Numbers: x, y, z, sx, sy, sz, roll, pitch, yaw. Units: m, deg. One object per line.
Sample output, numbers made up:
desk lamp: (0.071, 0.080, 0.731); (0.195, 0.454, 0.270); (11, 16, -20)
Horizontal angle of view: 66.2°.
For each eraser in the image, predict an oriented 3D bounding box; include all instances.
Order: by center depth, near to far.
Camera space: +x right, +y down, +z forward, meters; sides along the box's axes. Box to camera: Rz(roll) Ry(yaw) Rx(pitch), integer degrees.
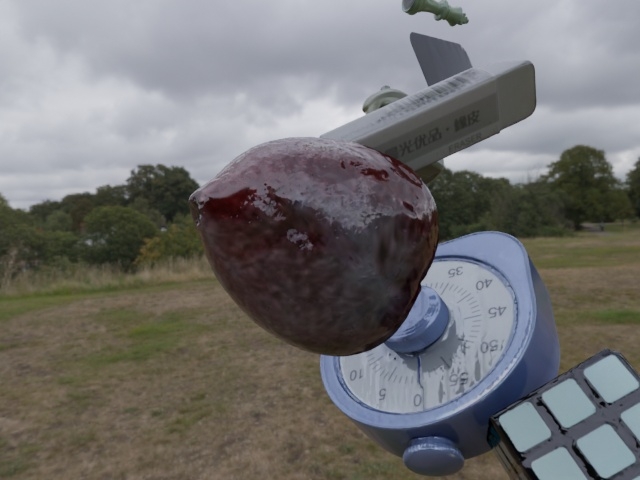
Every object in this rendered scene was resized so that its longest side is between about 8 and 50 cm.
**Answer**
eraser: (0.122, -0.144, 0.663); (0.352, 0.089, 0.061); (-26, 39, -4)

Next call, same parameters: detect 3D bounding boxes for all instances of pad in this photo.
pad: (0.330, -0.457, 1.342); (0.063, 0.314, 0.375); (-21, -2, 39)

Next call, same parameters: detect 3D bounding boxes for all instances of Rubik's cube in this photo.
Rubik's cube: (0.296, 0.241, 0.541); (0.163, 0.162, 0.160); (-31, -34, -2)

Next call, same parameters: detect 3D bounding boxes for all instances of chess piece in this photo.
chess piece: (0.237, -0.459, 0.979); (0.149, 0.059, 0.059); (11, -4, -25)

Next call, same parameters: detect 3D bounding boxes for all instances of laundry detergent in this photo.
laundry detergent: (0.174, -0.249, 1.097); (0.181, 0.253, 0.091); (7, -34, -34)

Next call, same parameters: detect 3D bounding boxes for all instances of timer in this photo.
timer: (0.174, 0.170, 0.784); (0.395, 0.173, 0.394); (-26, 33, 19)

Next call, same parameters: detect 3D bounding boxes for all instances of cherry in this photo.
cherry: (0.000, 0.000, 0.535); (0.300, 0.230, 0.203); (22, 13, -29)
